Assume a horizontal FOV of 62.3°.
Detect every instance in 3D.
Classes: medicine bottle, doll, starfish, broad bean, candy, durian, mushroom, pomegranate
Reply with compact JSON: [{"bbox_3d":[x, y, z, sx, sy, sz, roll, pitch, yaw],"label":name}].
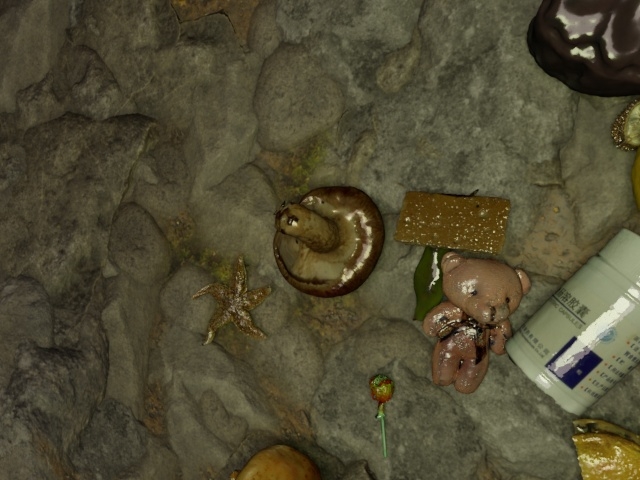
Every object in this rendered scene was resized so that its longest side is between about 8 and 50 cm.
[{"bbox_3d":[0.534,0.151,1.002,0.190,0.190,0.332,44,104,17],"label":"medicine bottle"},{"bbox_3d":[0.322,0.184,1.105,0.201,0.156,0.304,12,95,-1],"label":"doll"},{"bbox_3d":[-0.223,0.167,1.379,0.235,0.062,0.277,28,98,19],"label":"starfish"},{"bbox_3d":[0.265,0.031,1.178,0.075,0.067,0.325,19,99,6],"label":"broad bean"},{"bbox_3d":[0.146,0.412,1.240,0.060,0.060,0.201,-1,97,22],"label":"candy"},{"bbox_3d":[0.616,-0.218,1.035,0.140,0.071,0.111,-34,99,-5],"label":"durian"},{"bbox_3d":[0.005,0.013,1.225,0.267,0.254,0.268,16,122,28],"label":"mushroom"},{"bbox_3d":[-0.111,0.606,1.237,0.248,0.248,0.249,0,89,22],"label":"pomegranate"}]

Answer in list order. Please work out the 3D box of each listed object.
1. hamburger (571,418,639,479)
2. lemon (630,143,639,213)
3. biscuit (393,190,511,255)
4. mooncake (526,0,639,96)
[{"bbox_3d":[0.585,0.479,1.007,0.156,0.144,0.283,-18,88,16],"label":"hamburger"},{"bbox_3d":[0.685,-0.105,0.916,0.253,0.253,0.311,-3,92,22],"label":"lemon"},{"bbox_3d":[0.277,-0.039,1.120,0.230,0.025,0.131,9,71,26],"label":"biscuit"},{"bbox_3d":[0.602,-0.461,0.982,0.350,0.212,0.381,24,100,14],"label":"mooncake"}]
